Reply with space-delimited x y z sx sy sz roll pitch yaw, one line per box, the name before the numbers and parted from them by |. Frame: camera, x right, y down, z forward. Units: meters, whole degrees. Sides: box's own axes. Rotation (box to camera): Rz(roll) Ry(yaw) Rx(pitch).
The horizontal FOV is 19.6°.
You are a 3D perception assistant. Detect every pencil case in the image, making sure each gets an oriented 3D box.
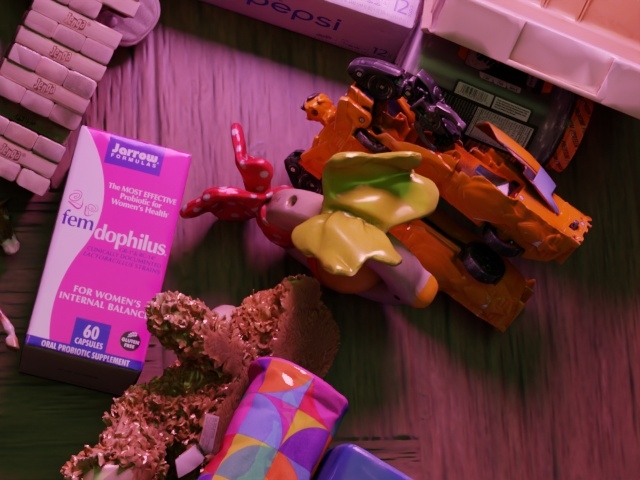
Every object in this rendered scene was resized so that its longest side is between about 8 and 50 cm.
pencil case | -0.065 0.217 1.585 0.104 0.104 0.236 30 69 -1

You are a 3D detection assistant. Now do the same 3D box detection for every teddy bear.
teddy bear | -0.120 0.161 1.667 0.113 0.245 0.338 10 62 39

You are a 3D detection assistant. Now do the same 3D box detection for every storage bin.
storage bin | 0.242 -0.240 1.822 0.262 0.260 0.123 22 114 -5

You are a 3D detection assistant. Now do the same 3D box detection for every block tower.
block tower | -0.228 -0.213 1.743 0.091 0.097 0.335 26 91 -15

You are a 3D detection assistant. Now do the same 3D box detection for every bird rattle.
bird rattle | 0.000 0.000 1.746 0.207 0.253 0.143 45 60 -37

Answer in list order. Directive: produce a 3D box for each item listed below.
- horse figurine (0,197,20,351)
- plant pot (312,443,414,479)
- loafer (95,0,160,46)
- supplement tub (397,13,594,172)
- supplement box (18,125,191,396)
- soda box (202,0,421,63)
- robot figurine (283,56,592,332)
horse figurine | -0.393 0.060 1.708 0.263 0.066 0.174 -17 65 -9
plant pot | 0.055 0.330 1.637 0.236 0.236 0.212 32 78 0
loafer | -0.289 -0.313 1.822 0.319 0.111 0.112 43 87 -14
supplement tub | 0.171 -0.145 1.856 0.190 0.117 0.117 22 71 -5
supplement box | -0.202 0.020 1.738 0.111 0.114 0.220 14 70 -8
soda box | -0.039 -0.277 1.865 0.286 0.098 0.091 18 71 -5
robot figurine | 0.106 -0.052 1.791 0.291 0.211 0.085 39 38 2
